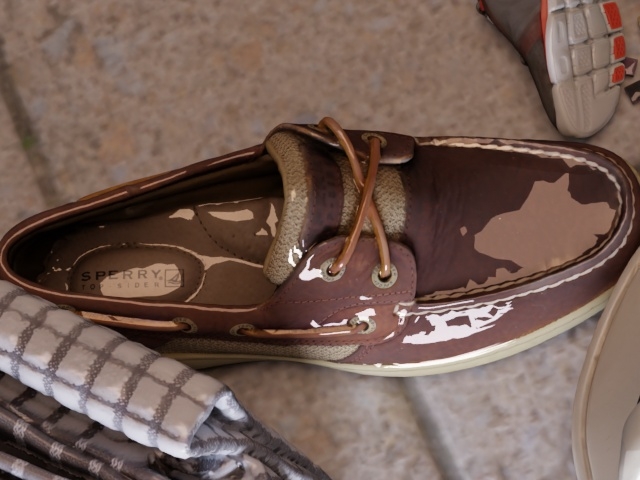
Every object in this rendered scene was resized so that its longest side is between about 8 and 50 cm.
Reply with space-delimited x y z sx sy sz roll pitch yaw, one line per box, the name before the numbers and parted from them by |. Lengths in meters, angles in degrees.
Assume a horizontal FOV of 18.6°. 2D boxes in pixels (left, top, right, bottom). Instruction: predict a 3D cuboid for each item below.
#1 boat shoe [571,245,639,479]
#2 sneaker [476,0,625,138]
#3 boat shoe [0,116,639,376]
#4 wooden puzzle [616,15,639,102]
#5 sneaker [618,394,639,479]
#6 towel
boat shoe | 0.184 0.147 0.961 0.112 0.095 0.335 -1 68 24
sneaker | 0.119 -0.128 1.073 0.065 0.061 0.158 -20 78 48
boat shoe | 0.000 0.000 1.008 0.342 0.123 0.123 -4 72 8
wooden puzzle | 0.202 -0.105 1.069 0.083 0.006 0.049 -11 71 6
sneaker | 0.263 0.143 0.864 0.131 0.350 0.148 -22 31 33
towel | -0.123 0.108 0.912 0.235 0.284 0.121 23 79 17
